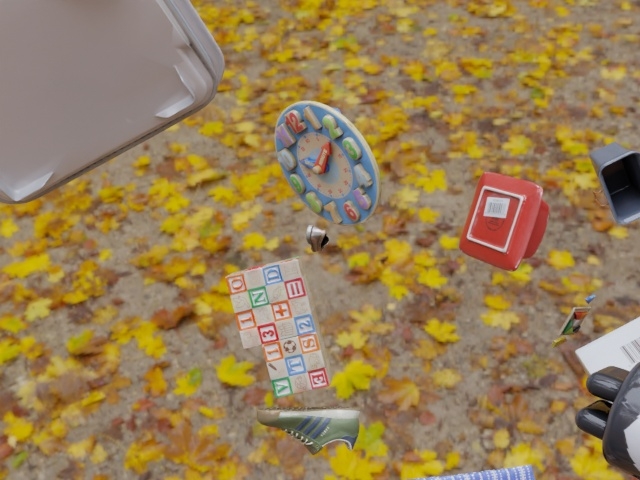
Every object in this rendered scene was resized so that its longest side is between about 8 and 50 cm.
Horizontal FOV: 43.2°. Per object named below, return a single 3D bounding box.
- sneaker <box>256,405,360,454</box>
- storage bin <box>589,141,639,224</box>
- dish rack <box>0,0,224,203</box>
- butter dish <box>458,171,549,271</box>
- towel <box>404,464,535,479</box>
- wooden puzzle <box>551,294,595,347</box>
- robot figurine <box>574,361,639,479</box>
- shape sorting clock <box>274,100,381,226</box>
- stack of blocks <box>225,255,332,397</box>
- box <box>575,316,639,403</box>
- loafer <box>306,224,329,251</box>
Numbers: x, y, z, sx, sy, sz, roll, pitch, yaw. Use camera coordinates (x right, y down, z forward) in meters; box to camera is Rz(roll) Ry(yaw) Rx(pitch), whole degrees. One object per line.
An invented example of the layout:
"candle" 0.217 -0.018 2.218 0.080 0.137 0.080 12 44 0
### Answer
"sneaker" -0.020 0.346 1.464 0.192 0.086 0.064 2 -5 -13
"storage bin" 0.544 -0.109 1.485 0.098 0.135 0.091 -27 27 9
"dish rack" -0.288 -0.175 0.856 0.333 0.285 0.072 -28 47 6
"butter dish" 0.352 -0.029 1.460 0.118 0.159 0.160 12 7 -34
"towel" 0.358 0.627 1.778 0.336 0.040 0.243 -1 58 -19
"wooden puzzle" 0.504 0.162 1.599 0.079 0.116 0.014 -8 37 -41
"robot figurine" 0.507 0.271 1.130 0.278 0.209 0.173 22 54 35
"shape sorting clock" 0.006 -0.111 1.202 0.206 0.206 0.040 27 45 37
"stack of blocks" -0.092 0.200 1.846 0.171 0.297 0.087 -15 3 7
"box" 0.646 0.313 1.454 0.215 0.345 0.168 -31 24 9
"loafer" 0.000 0.000 1.660 0.039 0.125 0.045 9 78 13
